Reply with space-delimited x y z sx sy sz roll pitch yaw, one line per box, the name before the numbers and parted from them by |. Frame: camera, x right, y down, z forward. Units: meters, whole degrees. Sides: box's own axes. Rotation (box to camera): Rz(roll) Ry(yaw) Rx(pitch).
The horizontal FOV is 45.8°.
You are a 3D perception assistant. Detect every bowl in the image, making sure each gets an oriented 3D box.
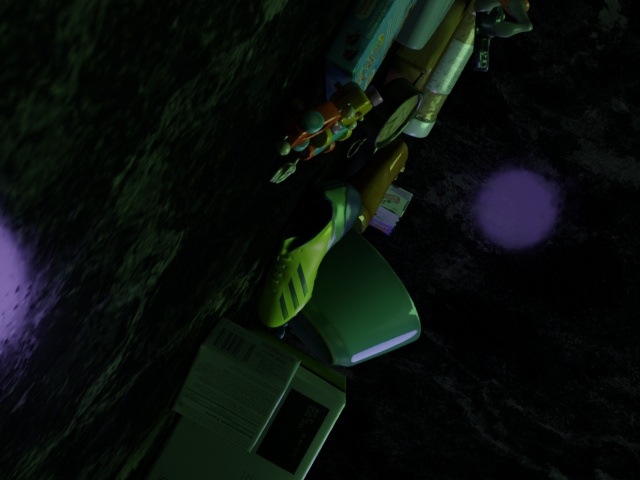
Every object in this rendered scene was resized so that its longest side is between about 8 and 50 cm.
bowl | 0.026 0.119 1.454 0.163 0.311 0.311 -38 170 -17

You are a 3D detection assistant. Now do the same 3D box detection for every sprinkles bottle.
sprinkles bottle | 0.292 -0.432 1.874 0.355 0.121 0.121 -63 176 31

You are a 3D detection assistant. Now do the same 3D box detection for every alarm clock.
alarm clock | 0.110 -0.220 1.368 0.192 0.064 0.129 -47 167 -13

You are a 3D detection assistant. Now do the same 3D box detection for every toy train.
toy train | -0.009 -0.114 0.741 0.125 0.046 0.166 -32 178 -18

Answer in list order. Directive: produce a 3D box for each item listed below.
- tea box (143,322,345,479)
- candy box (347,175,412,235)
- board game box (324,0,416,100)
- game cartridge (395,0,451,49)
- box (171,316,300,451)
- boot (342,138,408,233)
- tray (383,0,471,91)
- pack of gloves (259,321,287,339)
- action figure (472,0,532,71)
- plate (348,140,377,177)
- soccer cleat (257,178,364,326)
tea box | -0.125 0.340 1.293 0.329 0.220 0.323 -60 176 -3
candy box | 0.136 -0.102 1.954 0.070 0.164 0.196 -60 177 -13
board game box | 0.072 -0.250 0.795 0.212 0.039 0.160 -61 177 -4
game cartridge | 0.208 -0.435 1.197 0.297 0.062 0.198 -58 172 -39
box | -0.114 0.195 1.023 0.137 0.126 0.072 -62 178 33
boot | 0.099 -0.121 1.511 0.211 0.104 0.295 -49 -177 -4
tray | 0.253 -0.456 1.507 0.411 0.076 0.203 -59 176 -17
pack of gloves | -0.120 0.247 1.615 0.195 0.046 0.232 -57 -168 -2
action figure | 0.362 -0.450 1.336 0.330 0.178 0.341 -70 163 -58
plate | 0.146 -0.268 1.719 0.277 0.045 0.278 -57 176 -34
soccer cleat | -0.041 0.021 1.227 0.121 0.093 0.289 2 127 -52
